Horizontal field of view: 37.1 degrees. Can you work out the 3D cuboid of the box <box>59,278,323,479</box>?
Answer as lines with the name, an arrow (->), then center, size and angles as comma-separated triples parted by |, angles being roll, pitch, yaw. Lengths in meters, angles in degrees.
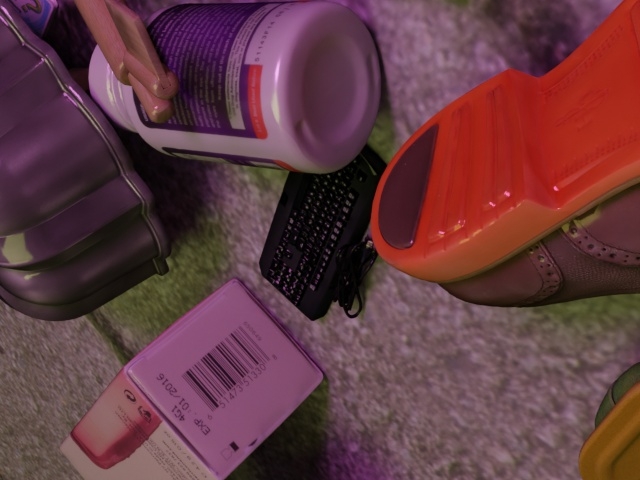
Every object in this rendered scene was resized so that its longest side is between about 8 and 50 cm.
box -> -0.128, 0.162, 0.896 | 0.127, 0.148, 0.232 | 48, 141, 2

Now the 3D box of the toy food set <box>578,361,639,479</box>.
toy food set -> 0.240, 0.093, 0.573 | 0.128, 0.071, 0.218 | 18, 139, -1

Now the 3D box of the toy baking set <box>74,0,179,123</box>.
toy baking set -> -0.136, -0.194, 0.556 | 0.256, 0.030, 0.197 | 57, 159, 30

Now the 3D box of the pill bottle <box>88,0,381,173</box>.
pill bottle -> -0.065, -0.107, 0.649 | 0.193, 0.108, 0.108 | 10, 128, 37

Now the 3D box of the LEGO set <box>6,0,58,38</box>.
LEGO set -> -0.357, -0.237, 0.852 | 0.244, 0.060, 0.182 | 46, 141, -2

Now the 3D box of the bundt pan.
bundt pan -> -0.277, -0.063, 0.791 | 0.331, 0.124, 0.331 | 39, 156, 22

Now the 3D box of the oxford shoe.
oxford shoe -> 0.196, -0.055, 0.472 | 0.132, 0.130, 0.363 | 31, 144, -32

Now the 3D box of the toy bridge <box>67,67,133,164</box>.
toy bridge -> -0.200, -0.072, 0.867 | 0.063, 0.026, 0.188 | 7, 127, 41

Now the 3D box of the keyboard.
keyboard -> 0.000, 0.000, 0.733 | 0.100, 0.038, 0.192 | 37, 140, 14
